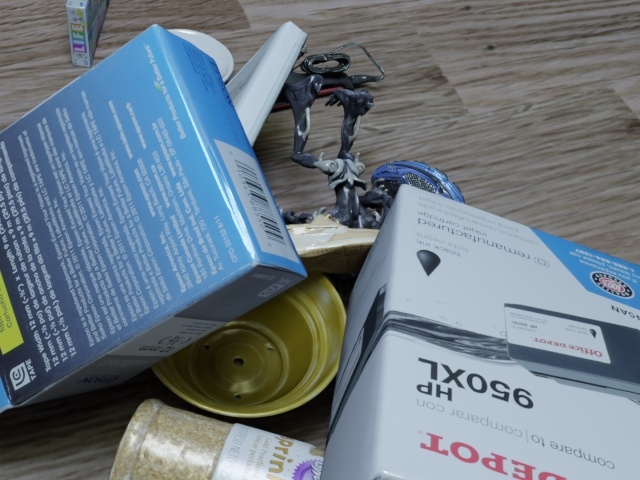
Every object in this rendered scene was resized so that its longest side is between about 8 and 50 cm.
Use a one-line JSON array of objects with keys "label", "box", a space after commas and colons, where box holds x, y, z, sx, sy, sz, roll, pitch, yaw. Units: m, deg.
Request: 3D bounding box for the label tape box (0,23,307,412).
[{"label": "label tape box", "box": [-0.218, 0.000, 0.842, 0.347, 0.115, 0.249, -30, 72, 19]}]

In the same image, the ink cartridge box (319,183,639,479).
[{"label": "ink cartridge box", "box": [0.164, 0.150, 0.765, 0.285, 0.166, 0.395, 19, 33, -4]}]

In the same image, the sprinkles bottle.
[{"label": "sprinkles bottle", "box": [-0.013, 0.251, 0.822, 0.355, 0.121, 0.121, 15, 51, 3]}]

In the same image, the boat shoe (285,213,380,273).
[{"label": "boat shoe", "box": [0.000, 0.000, 0.946, 0.170, 0.063, 0.059, -5, 58, -14]}]

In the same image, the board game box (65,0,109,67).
[{"label": "board game box", "box": [-0.326, -0.335, 1.247, 0.026, 0.103, 0.154, 6, 51, -5]}]

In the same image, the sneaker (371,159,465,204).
[{"label": "sneaker", "box": [0.144, -0.020, 1.091, 0.221, 0.083, 0.087, 39, 61, 23]}]

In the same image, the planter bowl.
[{"label": "planter bowl", "box": [-0.084, 0.110, 0.940, 0.217, 0.090, 0.217, 6, 50, -7]}]

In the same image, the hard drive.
[{"label": "hard drive", "box": [-0.127, -0.105, 1.040, 0.040, 0.203, 0.307, 36, 49, -17]}]

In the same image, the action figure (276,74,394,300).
[{"label": "action figure", "box": [0.016, -0.049, 1.061, 0.164, 0.141, 0.276, 0, 78, -20]}]

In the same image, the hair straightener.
[{"label": "hair straightener", "box": [-0.016, -0.228, 1.222, 0.230, 0.089, 0.047, -9, 52, -16]}]

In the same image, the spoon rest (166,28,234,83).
[{"label": "spoon rest", "box": [-0.232, -0.209, 1.176, 0.137, 0.084, 0.276, 36, 56, 19]}]
